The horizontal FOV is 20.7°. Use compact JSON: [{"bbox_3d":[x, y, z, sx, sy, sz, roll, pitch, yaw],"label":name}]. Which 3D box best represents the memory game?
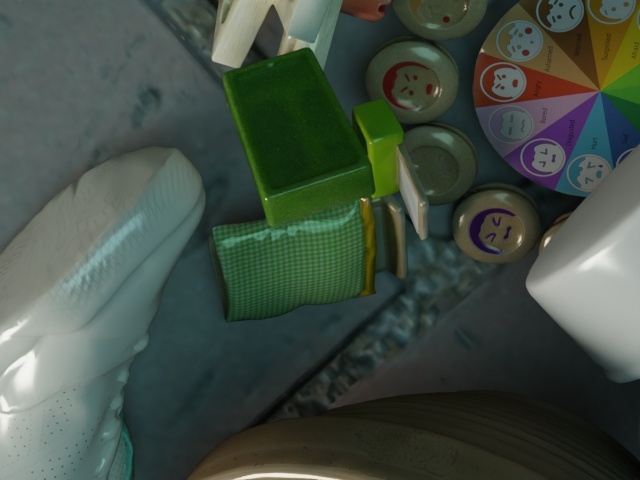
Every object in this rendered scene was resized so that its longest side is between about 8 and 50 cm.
[{"bbox_3d":[0.108,-0.056,0.668,0.186,0.012,0.186,5,125,6],"label":"memory game"}]

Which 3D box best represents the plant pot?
[{"bbox_3d":[0.061,0.135,0.665,0.237,0.237,0.109,46,48,-13],"label":"plant pot"}]

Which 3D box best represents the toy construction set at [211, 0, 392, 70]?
[{"bbox_3d":[-0.096,-0.174,0.570,0.328,0.151,0.215,19,73,-28],"label":"toy construction set"}]

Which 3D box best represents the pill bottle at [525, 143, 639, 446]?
[{"bbox_3d":[0.214,0.072,0.600,0.161,0.161,0.283,-44,91,1],"label":"pill bottle"}]

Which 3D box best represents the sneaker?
[{"bbox_3d":[-0.100,0.059,0.675,0.094,0.080,0.212,36,104,-21],"label":"sneaker"}]

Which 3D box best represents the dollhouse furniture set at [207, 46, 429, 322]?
[{"bbox_3d":[0.000,0.000,0.641,0.076,0.058,0.151,-17,147,-8],"label":"dollhouse furniture set"}]
